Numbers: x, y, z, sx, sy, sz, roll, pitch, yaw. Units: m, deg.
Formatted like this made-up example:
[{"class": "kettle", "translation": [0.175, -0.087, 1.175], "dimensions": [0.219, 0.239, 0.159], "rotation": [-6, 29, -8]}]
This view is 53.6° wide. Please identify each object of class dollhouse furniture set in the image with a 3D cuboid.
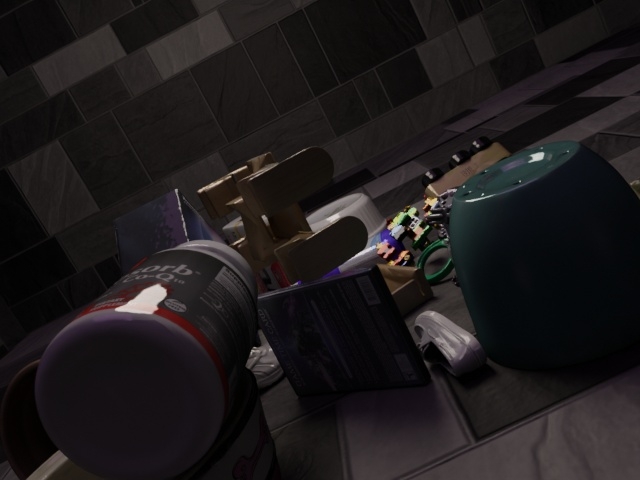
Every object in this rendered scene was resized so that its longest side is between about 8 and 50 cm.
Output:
[{"class": "dollhouse furniture set", "translation": [0.000, 0.000, 1.218], "dimensions": [0.257, 0.394, 0.362], "rotation": [-32, 13, -20]}]

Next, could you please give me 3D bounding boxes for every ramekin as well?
[{"class": "ramekin", "translation": [0.059, -0.039, 1.894], "dimensions": [0.273, 0.127, 0.273], "rotation": [-27, 12, 6]}]

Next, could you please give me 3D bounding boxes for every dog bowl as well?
[{"class": "dog bowl", "translation": [-0.235, 0.348, 0.869], "dimensions": [0.408, 0.150, 0.408], "rotation": [-26, 13, 6]}]

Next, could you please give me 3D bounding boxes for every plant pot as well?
[{"class": "plant pot", "translation": [-0.429, 0.329, 1.215], "dimensions": [0.263, 0.262, 0.229], "rotation": [-24, -4, 17]}, {"class": "plant pot", "translation": [0.321, 0.000, 0.901], "dimensions": [0.293, 0.235, 0.293], "rotation": [-26, 12, 6]}]

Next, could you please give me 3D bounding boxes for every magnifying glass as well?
[{"class": "magnifying glass", "translation": [0.284, -0.004, 1.301], "dimensions": [0.231, 0.026, 0.092], "rotation": [-50, 29, 7]}]

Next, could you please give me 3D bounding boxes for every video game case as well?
[{"class": "video game case", "translation": [0.020, 0.153, 1.008], "dimensions": [0.274, 0.196, 0.026], "rotation": [-17, 14, 42]}]

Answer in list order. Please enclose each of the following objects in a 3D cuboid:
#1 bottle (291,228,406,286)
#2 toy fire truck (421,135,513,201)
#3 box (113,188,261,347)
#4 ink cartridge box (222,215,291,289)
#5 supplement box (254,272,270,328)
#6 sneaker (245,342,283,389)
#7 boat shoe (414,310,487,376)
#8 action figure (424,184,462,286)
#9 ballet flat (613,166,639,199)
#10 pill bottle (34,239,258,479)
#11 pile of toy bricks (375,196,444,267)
[{"class": "bottle", "translation": [0.067, 0.069, 1.509], "dimensions": [0.283, 0.092, 0.118], "rotation": [-25, 14, 13]}, {"class": "toy fire truck", "translation": [0.369, -0.116, 1.579], "dimensions": [0.217, 0.246, 0.158], "rotation": [-34, 53, -4]}, {"class": "box", "translation": [-0.299, 0.097, 1.431], "dimensions": [0.183, 0.296, 0.294], "rotation": [-27, 53, 5]}, {"class": "ink cartridge box", "translation": [-0.141, 0.022, 1.846], "dimensions": [0.131, 0.226, 0.306], "rotation": [-32, 12, -25]}, {"class": "supplement box", "translation": [-0.183, 0.158, 1.655], "dimensions": [0.081, 0.104, 0.188], "rotation": [-27, 11, 5]}, {"class": "sneaker", "translation": [-0.153, 0.241, 1.215], "dimensions": [0.232, 0.115, 0.090], "rotation": [-35, 14, -31]}, {"class": "boat shoe", "translation": [0.181, 0.161, 0.966], "dimensions": [0.063, 0.066, 0.184], "rotation": [-29, 22, -12]}, {"class": "action figure", "translation": [0.254, 0.003, 1.140], "dimensions": [0.099, 0.185, 0.285], "rotation": [-15, 21, 14]}, {"class": "ballet flat", "translation": [0.513, -0.068, 1.017], "dimensions": [0.409, 0.146, 0.147], "rotation": [-19, 15, 32]}, {"class": "pill bottle", "translation": [-0.197, 0.129, 0.843], "dimensions": [0.210, 0.210, 0.363], "rotation": [-26, 12, 10]}, {"class": "pile of toy bricks", "translation": [0.191, -0.027, 1.400], "dimensions": [0.212, 0.118, 0.105], "rotation": [-48, 43, -4]}]
